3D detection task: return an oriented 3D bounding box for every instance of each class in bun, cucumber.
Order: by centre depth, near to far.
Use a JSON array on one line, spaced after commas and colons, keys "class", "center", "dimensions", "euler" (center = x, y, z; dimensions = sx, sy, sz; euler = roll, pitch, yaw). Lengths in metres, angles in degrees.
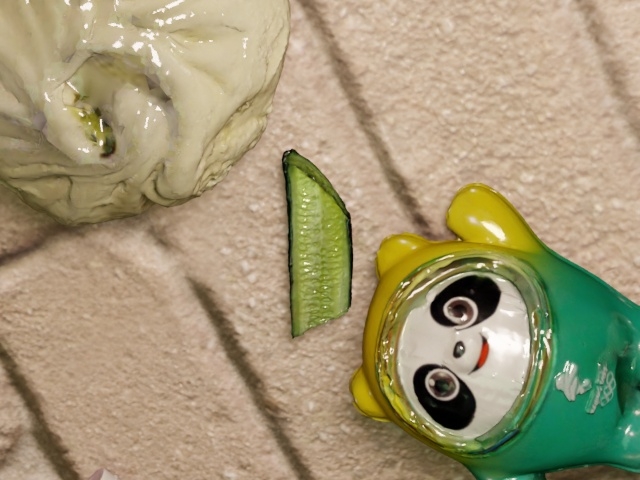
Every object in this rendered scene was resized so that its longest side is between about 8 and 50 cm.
[{"class": "bun", "center": [-0.209, -0.168, 1.606], "dimensions": [0.359, 0.211, 0.360], "euler": [3, 115, 7]}, {"class": "cucumber", "center": [0.000, 0.000, 1.748], "dimensions": [0.070, 0.046, 0.220], "euler": [1, 117, 6]}]

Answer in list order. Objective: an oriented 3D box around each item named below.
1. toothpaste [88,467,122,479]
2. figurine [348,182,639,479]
[{"class": "toothpaste", "center": [-0.143, 0.380, 1.948], "dimensions": [0.323, 0.066, 0.100], "euler": [37, 116, -15]}, {"class": "figurine", "center": [0.204, 0.118, 1.686], "dimensions": [0.340, 0.231, 0.324], "euler": [15, 92, 11]}]
